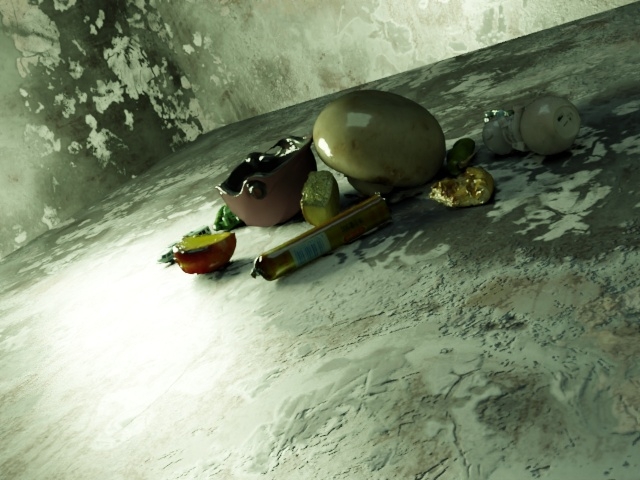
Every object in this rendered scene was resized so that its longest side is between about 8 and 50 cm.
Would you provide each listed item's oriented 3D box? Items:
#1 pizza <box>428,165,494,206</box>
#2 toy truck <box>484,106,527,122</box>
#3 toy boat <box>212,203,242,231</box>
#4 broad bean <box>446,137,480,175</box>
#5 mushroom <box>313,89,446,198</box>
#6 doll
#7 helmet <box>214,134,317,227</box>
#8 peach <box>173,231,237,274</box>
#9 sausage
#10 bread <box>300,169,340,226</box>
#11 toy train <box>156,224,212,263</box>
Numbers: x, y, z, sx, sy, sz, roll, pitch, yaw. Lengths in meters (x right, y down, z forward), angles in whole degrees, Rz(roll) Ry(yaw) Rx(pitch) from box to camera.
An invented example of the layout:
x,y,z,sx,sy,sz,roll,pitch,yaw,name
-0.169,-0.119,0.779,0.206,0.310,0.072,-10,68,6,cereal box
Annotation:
x,y,z,sx,sy,sz,roll,pitch,yaw,name
0.330,-0.128,1.762,0.161,0.062,0.182,-16,20,22,pizza
0.545,-0.338,2.101,0.100,0.077,0.169,-17,10,-32,toy truck
-0.283,-0.077,2.323,0.104,0.052,0.210,-23,19,5,toy boat
0.374,-0.220,1.960,0.098,0.056,0.318,-33,9,13,broad bean
0.153,-0.243,2.016,0.363,0.294,0.362,10,26,-5,mushroom
0.515,-0.277,1.876,0.151,0.150,0.287,-30,13,-24,doll
-0.124,-0.152,2.117,0.338,0.197,0.271,-15,24,32,helmet
-0.300,0.036,1.964,0.172,0.092,0.127,-12,22,-7,peach
0.000,0.000,1.752,0.372,0.082,0.082,-28,19,-16,sausage
0.001,-0.098,1.951,0.086,0.125,0.156,-6,45,18,bread
-0.410,0.014,2.218,0.043,0.047,0.207,-7,22,42,toy train
